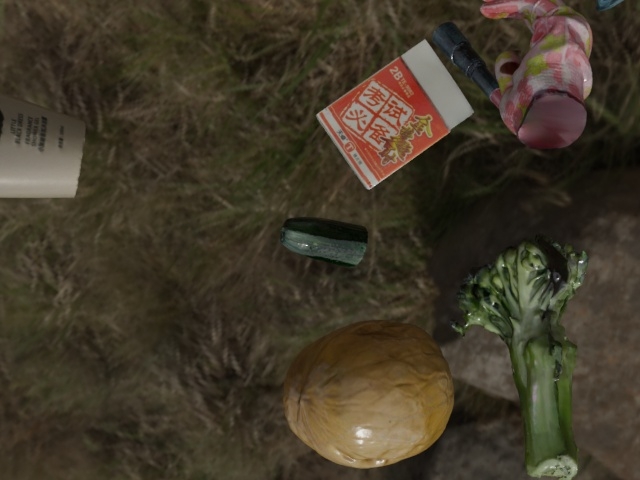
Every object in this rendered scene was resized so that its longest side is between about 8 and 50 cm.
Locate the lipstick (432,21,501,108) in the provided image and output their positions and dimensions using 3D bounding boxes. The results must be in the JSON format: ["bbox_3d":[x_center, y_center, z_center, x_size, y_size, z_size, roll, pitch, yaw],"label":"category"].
[{"bbox_3d":[0.286,-0.310,1.946,0.234,0.053,0.053,58,148,33],"label":"lipstick"}]

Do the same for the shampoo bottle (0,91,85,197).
[{"bbox_3d":[-0.356,-0.099,0.997,0.257,0.127,0.078,8,152,-18],"label":"shampoo bottle"}]

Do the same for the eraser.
[{"bbox_3d":[0.129,-0.216,1.811,0.157,0.230,0.038,55,177,-5],"label":"eraser"}]

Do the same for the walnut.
[{"bbox_3d":[0.061,0.195,1.350,0.195,0.221,0.195,0,90,53],"label":"walnut"}]

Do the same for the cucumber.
[{"bbox_3d":[0.000,0.000,1.135,0.105,0.048,0.048,11,144,-27],"label":"cucumber"}]

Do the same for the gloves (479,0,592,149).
[{"bbox_3d":[0.247,-0.218,1.202,0.126,0.241,0.145,-8,142,20],"label":"gloves"}]

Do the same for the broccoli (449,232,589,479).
[{"bbox_3d":[0.266,0.145,1.297,0.165,0.304,0.145,-27,141,37],"label":"broccoli"}]

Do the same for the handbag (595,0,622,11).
[{"bbox_3d":[0.396,-0.347,1.192,0.179,0.229,0.062,-20,107,36],"label":"handbag"}]
